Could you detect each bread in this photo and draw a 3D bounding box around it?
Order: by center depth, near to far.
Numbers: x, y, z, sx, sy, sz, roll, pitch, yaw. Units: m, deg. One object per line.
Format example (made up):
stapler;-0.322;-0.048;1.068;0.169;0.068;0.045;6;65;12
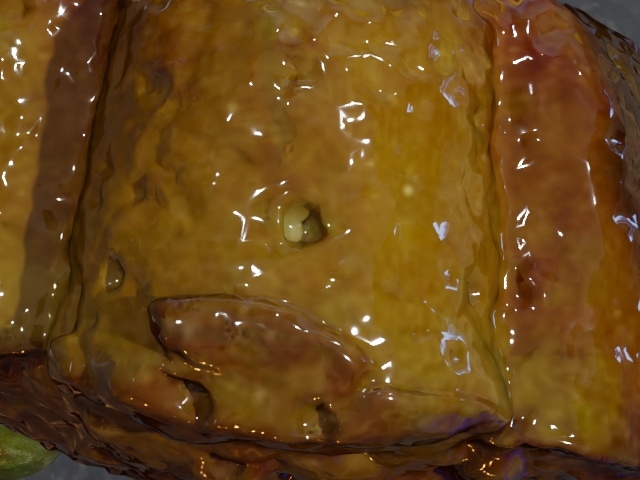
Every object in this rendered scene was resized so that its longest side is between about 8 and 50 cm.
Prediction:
bread;-0.013;-0.001;0.427;0.232;0.247;0.135;4;91;22

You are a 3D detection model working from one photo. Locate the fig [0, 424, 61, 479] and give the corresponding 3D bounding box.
fig;-0.211;0.071;0.884;0.177;0.117;0.117;28;96;-46
